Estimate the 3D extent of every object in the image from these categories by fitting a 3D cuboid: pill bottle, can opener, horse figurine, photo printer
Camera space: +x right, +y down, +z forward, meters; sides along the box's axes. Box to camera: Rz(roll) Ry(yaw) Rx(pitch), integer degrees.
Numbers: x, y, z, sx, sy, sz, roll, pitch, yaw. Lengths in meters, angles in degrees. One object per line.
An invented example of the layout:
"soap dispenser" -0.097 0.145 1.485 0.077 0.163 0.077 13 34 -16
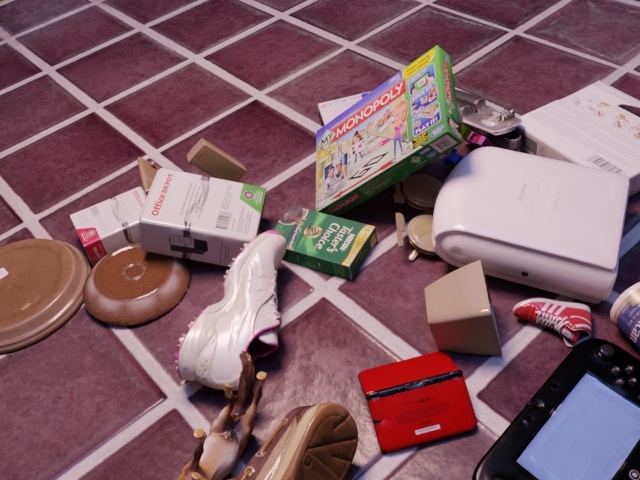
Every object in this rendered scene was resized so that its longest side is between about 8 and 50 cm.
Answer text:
"pill bottle" 0.505 0.142 0.948 0.094 0.094 0.169 -20 44 -10
"can opener" 0.319 -0.258 1.426 0.076 0.095 0.283 -27 33 -16
"horse figurine" -0.142 0.277 0.904 0.066 0.175 0.263 24 42 7
"photo printer" 0.353 -0.041 1.142 0.307 0.107 0.256 16 49 18

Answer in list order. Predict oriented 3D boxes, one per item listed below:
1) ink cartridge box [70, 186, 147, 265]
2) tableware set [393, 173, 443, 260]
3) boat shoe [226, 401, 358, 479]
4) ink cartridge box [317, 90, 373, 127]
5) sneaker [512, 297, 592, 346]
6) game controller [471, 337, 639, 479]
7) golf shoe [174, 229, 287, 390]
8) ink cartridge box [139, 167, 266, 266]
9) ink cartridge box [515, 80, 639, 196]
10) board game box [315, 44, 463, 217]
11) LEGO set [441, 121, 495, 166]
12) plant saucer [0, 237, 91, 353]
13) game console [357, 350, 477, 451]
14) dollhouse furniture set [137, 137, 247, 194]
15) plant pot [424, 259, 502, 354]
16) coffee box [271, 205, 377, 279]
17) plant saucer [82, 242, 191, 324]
"ink cartridge box" -0.402 -0.030 1.319 0.150 0.063 0.109 -25 46 -17
"tableware set" 0.197 -0.045 1.240 0.128 0.039 0.194 6 49 -6
"boat shoe" -0.080 0.353 0.844 0.123 0.123 0.342 -8 41 48
"ink cartridge box" 0.111 -0.256 1.471 0.206 0.045 0.208 -13 43 -2
"sneaker" 0.360 0.127 1.029 0.118 0.042 0.067 2 41 10
"game controller" 0.344 0.266 0.871 0.166 0.067 0.319 31 57 35
"golf shoe" -0.110 0.117 1.095 0.140 0.115 0.306 20 57 14
"ink cartridge box" -0.217 -0.041 1.240 0.208 0.087 0.153 12 45 -3
"ink cartridge box" 0.561 -0.202 1.322 0.238 0.060 0.275 -25 45 -17
"board game box" 0.114 -0.194 1.245 0.317 0.046 0.214 -30 46 37
"LEGO set" 0.239 -0.209 1.319 0.093 0.227 0.087 37 99 43
"plant saucer" -0.569 0.091 1.243 0.277 0.041 0.278 -6 44 6
"game console" 0.140 0.234 0.981 0.143 0.085 0.124 -14 75 -3
"dollhouse furniture set" -0.265 -0.154 1.365 0.151 0.144 0.123 -45 42 16
"plant pot" 0.218 0.112 1.033 0.096 0.109 0.109 -13 42 15
"coffee box" 0.000 0.000 1.229 0.184 0.040 0.113 17 50 26
"plant saucer" -0.338 0.066 1.215 0.198 0.036 0.199 -1 44 1
